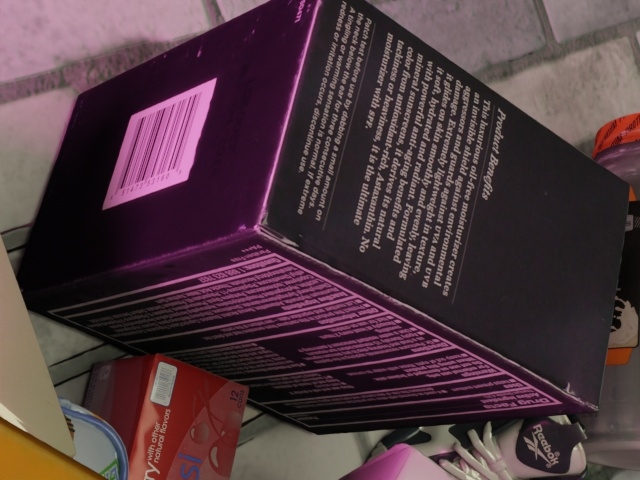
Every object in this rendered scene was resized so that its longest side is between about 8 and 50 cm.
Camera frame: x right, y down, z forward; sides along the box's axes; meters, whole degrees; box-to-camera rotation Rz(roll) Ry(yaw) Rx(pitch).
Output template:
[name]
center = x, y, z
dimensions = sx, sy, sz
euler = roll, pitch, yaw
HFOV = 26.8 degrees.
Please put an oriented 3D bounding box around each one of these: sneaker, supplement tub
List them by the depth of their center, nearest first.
[sneaker]
center = 0.137, 0.180, 1.093
dimensions = 0.235, 0.153, 0.094
euler = -37, 104, -38
[supplement tub]
center = 0.328, 0.051, 1.249
dimensions = 0.194, 0.194, 0.316
euler = 18, 70, -36

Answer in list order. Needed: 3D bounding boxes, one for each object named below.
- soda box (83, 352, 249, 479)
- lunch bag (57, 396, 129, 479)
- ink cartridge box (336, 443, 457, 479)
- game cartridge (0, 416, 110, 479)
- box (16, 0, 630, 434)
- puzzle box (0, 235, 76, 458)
[soda box]
center = -0.130, 0.214, 0.905
dimensions = 0.083, 0.092, 0.263
euler = 26, 66, -33
[lunch bag]
center = -0.273, 0.181, 0.766
dimensions = 0.303, 0.115, 0.243
euler = 20, 75, -26
[ink cartridge box]
center = 0.002, 0.301, 0.897
dimensions = 0.121, 0.211, 0.289
euler = 37, 62, -5
[game cartridge]
center = -0.270, 0.194, 0.594
dimensions = 0.285, 0.053, 0.323
euler = 41, 77, -38
[box]
center = 0.000, 0.000, 0.925
dimensions = 0.294, 0.296, 0.182
euler = 30, 63, -33
[puzzle box]
center = -0.353, 0.039, 0.648
dimensions = 0.409, 0.052, 0.272
euler = -11, 71, -33
